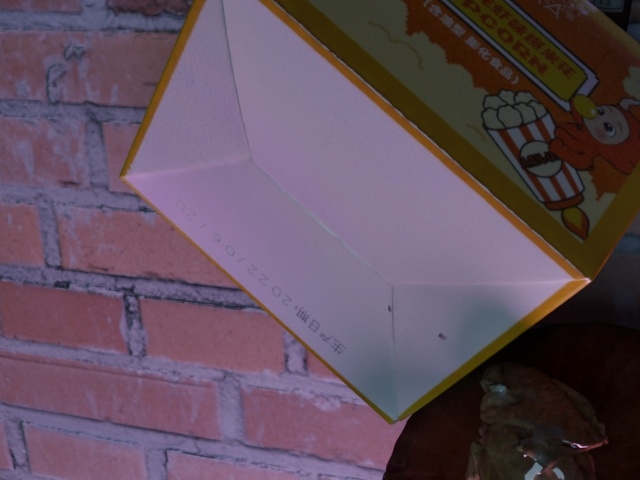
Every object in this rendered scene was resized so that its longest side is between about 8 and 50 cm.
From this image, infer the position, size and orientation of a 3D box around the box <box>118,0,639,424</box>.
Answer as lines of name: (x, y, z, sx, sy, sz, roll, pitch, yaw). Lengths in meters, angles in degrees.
box: (0.054, -0.070, 0.702, 0.283, 0.214, 0.259, 41, 143, 1)

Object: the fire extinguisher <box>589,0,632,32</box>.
fire extinguisher: (0.202, -0.183, 0.712, 0.099, 0.071, 0.231, 8, 113, 13)

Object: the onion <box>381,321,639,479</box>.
onion: (0.211, 0.220, 0.724, 0.353, 0.353, 0.354, 8, 113, 19)
